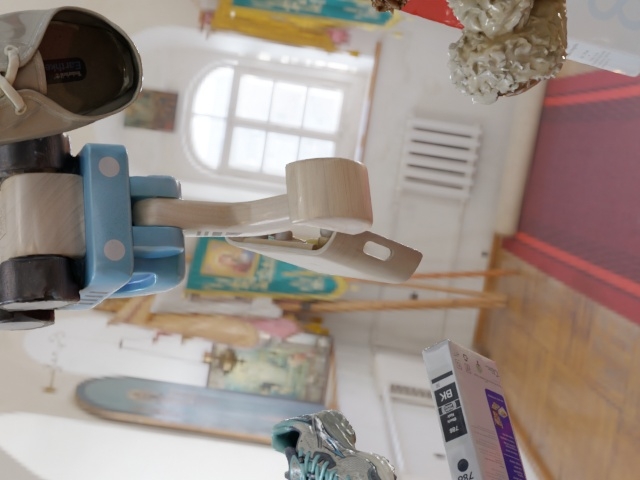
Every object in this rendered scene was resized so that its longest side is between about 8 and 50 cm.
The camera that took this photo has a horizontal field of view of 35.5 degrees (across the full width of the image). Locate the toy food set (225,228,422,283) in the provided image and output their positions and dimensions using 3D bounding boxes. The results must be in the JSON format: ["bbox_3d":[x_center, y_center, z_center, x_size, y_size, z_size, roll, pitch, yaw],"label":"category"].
[{"bbox_3d":[0.000,0.000,1.807,0.306,0.219,0.092,7,81,46],"label":"toy food set"}]

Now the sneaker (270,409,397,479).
[{"bbox_3d":[0.012,0.343,1.450,0.283,0.122,0.110,33,117,61],"label":"sneaker"}]

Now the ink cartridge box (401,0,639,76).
[{"bbox_3d":[0.337,-0.443,1.482,0.091,0.385,0.308,105,-179,-82],"label":"ink cartridge box"}]

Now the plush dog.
[{"bbox_3d":[0.144,-0.248,0.730,0.225,0.262,0.210,-2,-116,-55],"label":"plush dog"}]

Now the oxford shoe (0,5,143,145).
[{"bbox_3d":[-0.374,-0.157,1.033,0.130,0.449,0.169,7,112,49],"label":"oxford shoe"}]

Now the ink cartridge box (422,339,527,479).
[{"bbox_3d":[0.270,0.341,1.675,0.065,0.165,0.333,-31,51,27],"label":"ink cartridge box"}]

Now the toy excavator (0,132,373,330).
[{"bbox_3d":[-0.209,-0.026,1.328,0.433,0.445,0.222,-27,67,60],"label":"toy excavator"}]
